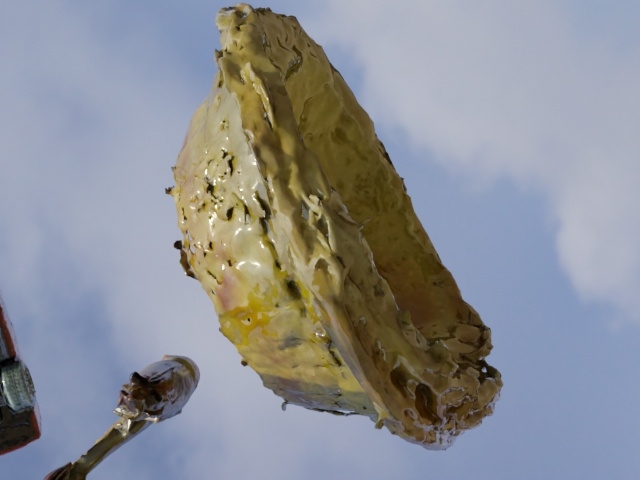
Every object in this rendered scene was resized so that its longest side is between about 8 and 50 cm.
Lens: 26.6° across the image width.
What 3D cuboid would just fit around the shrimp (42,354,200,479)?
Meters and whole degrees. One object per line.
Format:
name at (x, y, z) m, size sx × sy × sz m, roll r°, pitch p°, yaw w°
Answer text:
shrimp at (-0.081, 0.077, 0.533) m, size 0.023 × 0.083 × 0.114 m, roll 47°, pitch 175°, yaw 2°

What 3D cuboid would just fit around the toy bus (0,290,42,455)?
toy bus at (-0.234, 0.039, 0.841) m, size 0.089 × 0.081 × 0.195 m, roll -122°, pitch 15°, yaw -75°

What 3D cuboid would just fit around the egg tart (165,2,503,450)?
egg tart at (-0.001, 0.001, 0.582) m, size 0.212 × 0.090 × 0.212 m, roll 59°, pitch -170°, yaw -17°
